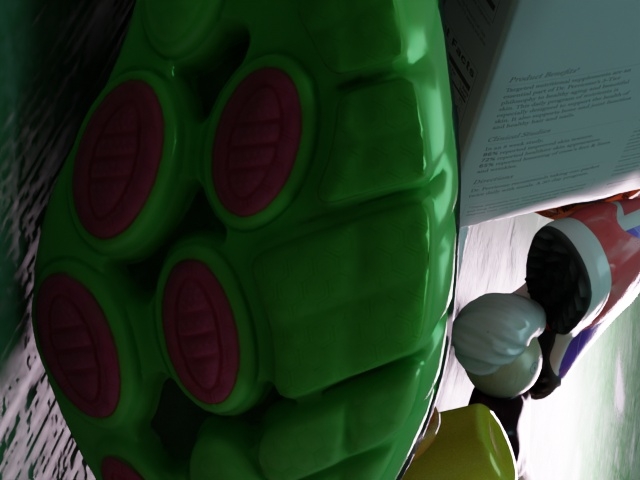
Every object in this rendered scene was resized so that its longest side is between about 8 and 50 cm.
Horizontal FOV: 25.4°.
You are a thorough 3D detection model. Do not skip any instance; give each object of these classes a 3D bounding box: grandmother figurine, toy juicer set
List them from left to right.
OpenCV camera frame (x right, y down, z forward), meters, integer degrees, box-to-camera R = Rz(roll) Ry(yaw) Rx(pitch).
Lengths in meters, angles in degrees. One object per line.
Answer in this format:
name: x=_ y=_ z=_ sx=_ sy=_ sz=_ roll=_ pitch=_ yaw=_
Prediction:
toy juicer set: x=0.000 y=0.000 z=0.810 sx=0.209 sy=0.089 sz=0.329 roll=31 pitch=39 yaw=-59
grandmother figurine: x=0.163 y=0.202 z=1.302 sx=0.208 sy=0.104 sz=0.342 roll=-67 pitch=158 yaw=-64

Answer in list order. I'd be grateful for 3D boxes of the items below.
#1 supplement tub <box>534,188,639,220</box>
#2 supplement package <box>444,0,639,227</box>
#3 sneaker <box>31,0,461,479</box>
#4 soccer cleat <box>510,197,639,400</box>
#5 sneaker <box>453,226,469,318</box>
supplement tub: x=0.210 y=-0.164 z=1.215 sx=0.316 sy=0.194 sz=0.193 roll=68 pitch=32 yaw=-54
supplement package: x=0.140 y=-0.174 z=0.771 sx=0.262 sy=0.199 sz=0.198 roll=102 pitch=-30 yaw=-54
sneaker: x=-0.002 y=-0.091 z=0.620 sx=0.202 sy=0.185 sz=0.482 roll=3 pitch=91 yaw=-67
soccer cleat: x=0.239 y=0.059 z=1.329 sx=0.108 sy=0.116 sz=0.318 roll=59 pitch=-17 yaw=21
sneaker: x=0.085 y=-0.022 z=1.083 sx=0.094 sy=0.080 sz=0.212 roll=56 pitch=47 yaw=-79
